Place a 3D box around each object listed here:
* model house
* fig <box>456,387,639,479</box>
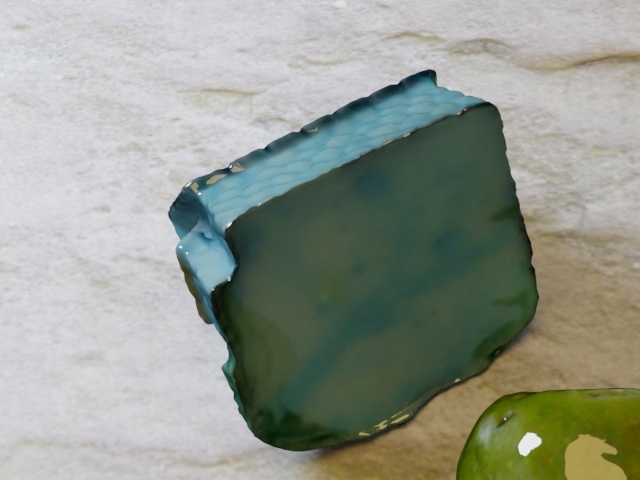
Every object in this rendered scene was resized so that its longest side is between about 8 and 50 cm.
[{"bbox_3d":[0.000,0.000,0.906,0.261,0.226,0.241,-26,31,-15],"label":"model house"},{"bbox_3d":[0.170,0.186,0.688,0.167,0.167,0.233,-5,39,10],"label":"fig"}]
